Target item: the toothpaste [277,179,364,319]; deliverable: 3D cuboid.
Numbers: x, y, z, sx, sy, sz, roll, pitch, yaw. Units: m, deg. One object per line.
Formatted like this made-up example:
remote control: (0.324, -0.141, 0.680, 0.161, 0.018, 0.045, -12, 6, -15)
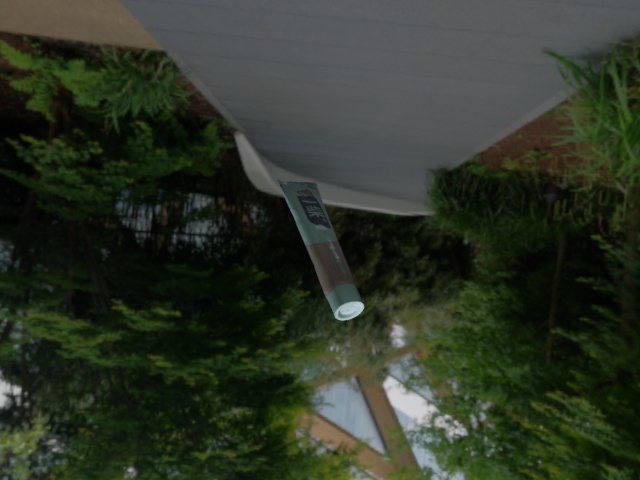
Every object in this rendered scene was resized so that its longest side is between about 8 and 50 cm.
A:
toothpaste: (0.000, 0.000, 0.701, 0.056, 0.036, 0.205, 6, -136, -30)
